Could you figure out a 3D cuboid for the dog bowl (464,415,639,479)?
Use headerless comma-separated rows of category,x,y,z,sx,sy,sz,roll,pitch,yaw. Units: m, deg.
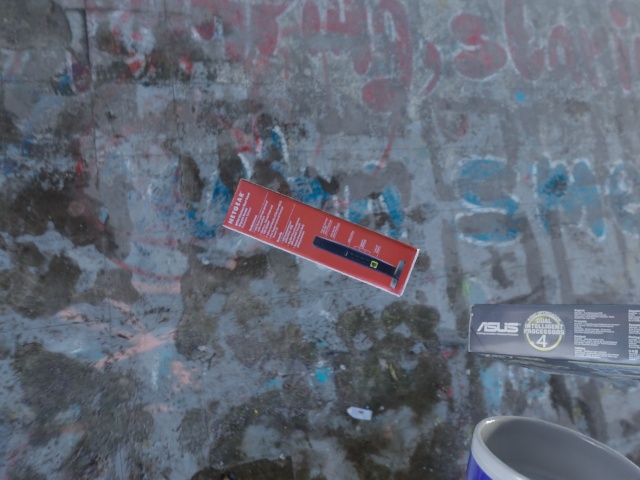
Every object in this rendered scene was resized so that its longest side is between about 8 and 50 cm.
dog bowl,0.366,0.385,0.809,0.264,0.265,0.104,8,97,-17

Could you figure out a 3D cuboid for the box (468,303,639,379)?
box,0.495,0.176,0.842,0.318,0.394,0.097,19,72,-42

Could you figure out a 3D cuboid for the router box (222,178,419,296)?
router box,0.000,0.000,0.953,0.300,0.335,0.082,22,89,0
